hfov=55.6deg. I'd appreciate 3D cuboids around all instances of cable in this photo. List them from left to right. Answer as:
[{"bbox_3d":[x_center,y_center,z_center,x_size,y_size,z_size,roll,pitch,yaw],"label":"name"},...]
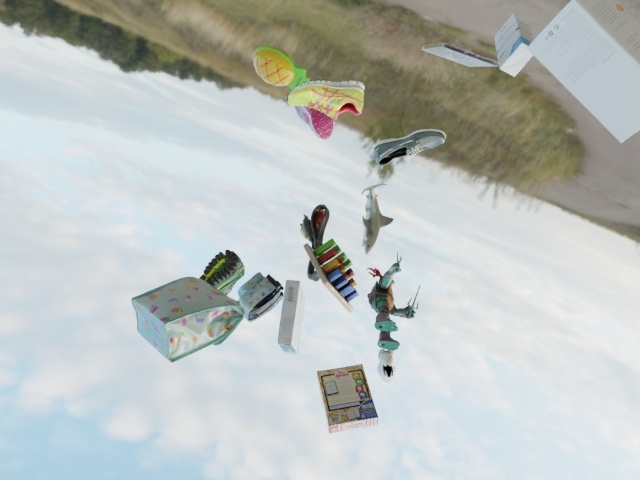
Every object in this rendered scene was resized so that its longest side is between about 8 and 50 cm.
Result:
[{"bbox_3d":[0.000,0.000,1.872,0.072,0.139,0.287,29,-149,-37],"label":"cable"}]

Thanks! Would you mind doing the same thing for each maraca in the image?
[{"bbox_3d":[-0.118,-0.509,1.809,0.186,0.099,0.127,30,152,-2],"label":"maraca"}]

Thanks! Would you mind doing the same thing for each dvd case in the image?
[{"bbox_3d":[0.393,-0.528,1.730,0.165,0.018,0.221,16,-167,-10],"label":"dvd case"}]

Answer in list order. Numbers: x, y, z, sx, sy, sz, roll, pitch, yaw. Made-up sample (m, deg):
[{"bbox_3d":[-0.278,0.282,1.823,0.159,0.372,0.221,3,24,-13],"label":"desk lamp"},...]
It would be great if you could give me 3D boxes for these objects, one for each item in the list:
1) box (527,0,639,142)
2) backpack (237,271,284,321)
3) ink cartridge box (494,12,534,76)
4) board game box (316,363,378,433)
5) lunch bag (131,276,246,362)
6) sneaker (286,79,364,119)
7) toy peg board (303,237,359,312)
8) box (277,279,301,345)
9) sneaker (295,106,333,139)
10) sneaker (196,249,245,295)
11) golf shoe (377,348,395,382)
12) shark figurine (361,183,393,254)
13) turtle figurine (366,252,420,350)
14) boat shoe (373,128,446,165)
[{"bbox_3d":[0.741,-0.457,1.552,0.345,0.168,0.215,48,-131,6],"label":"box"},{"bbox_3d":[-0.258,0.233,2.464,0.144,0.188,0.166,37,157,14],"label":"backpack"},{"bbox_3d":[0.592,-0.600,1.852,0.060,0.104,0.180,21,-132,-16],"label":"ink cartridge box"},{"bbox_3d":[0.077,0.467,1.808,0.147,0.045,0.193,-7,-137,-7],"label":"board game box"},{"bbox_3d":[-0.380,0.215,1.773,0.262,0.160,0.223,-20,-150,-37],"label":"lunch bag"},{"bbox_3d":[0.017,-0.357,1.562,0.209,0.094,0.081,-5,171,-7],"label":"sneaker"},{"bbox_3d":[0.047,0.083,1.632,0.161,0.079,0.160,49,-172,-44],"label":"toy peg board"},{"bbox_3d":[-0.106,0.295,2.275,0.059,0.232,0.322,6,163,5],"label":"box"},{"bbox_3d":[-0.036,-0.530,2.522,0.252,0.103,0.111,62,160,-8],"label":"sneaker"},{"bbox_3d":[-0.416,0.196,2.291,0.134,0.343,0.146,47,176,33],"label":"sneaker"},{"bbox_3d":[0.242,0.479,2.225,0.069,0.176,0.086,-8,-142,6],"label":"golf shoe"},{"bbox_3d":[0.213,-0.101,2.241,0.116,0.278,0.166,6,-155,9],"label":"shark figurine"},{"bbox_3d":[0.179,0.153,1.555,0.175,0.118,0.234,56,-148,-35],"label":"turtle figurine"},{"bbox_3d":[0.385,-0.394,2.622,0.320,0.099,0.116,-10,147,16],"label":"boat shoe"}]
